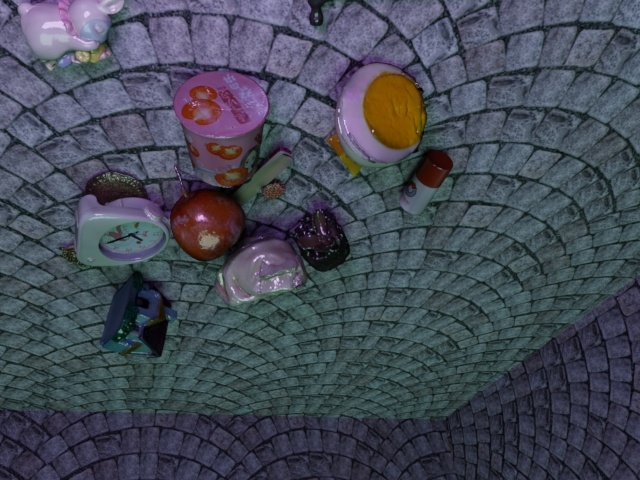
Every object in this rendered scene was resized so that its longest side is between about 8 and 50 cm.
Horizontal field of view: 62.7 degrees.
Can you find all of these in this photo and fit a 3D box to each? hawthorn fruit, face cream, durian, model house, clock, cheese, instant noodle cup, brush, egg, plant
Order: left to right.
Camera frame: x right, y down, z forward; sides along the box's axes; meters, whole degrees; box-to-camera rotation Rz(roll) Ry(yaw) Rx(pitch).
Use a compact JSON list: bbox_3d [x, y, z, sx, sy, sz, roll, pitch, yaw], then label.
[{"bbox_3d":[-0.802,0.054,1.841,0.220,0.095,0.137,-10,142,10],"label":"durian"},{"bbox_3d":[-0.624,-0.031,1.714,0.324,0.109,0.265,-1,141,-31],"label":"clock"},{"bbox_3d":[-0.672,0.313,2.034,0.248,0.281,0.230,27,131,-29],"label":"model house"},{"bbox_3d":[-0.374,-0.050,1.677,0.262,0.235,0.231,14,145,-15],"label":"hawthorn fruit"},{"bbox_3d":[-0.263,-0.289,1.418,0.242,0.243,0.231,-1,148,-9],"label":"instant noodle cup"},{"bbox_3d":[-0.199,-0.200,1.680,0.060,0.050,0.321,20,141,-35],"label":"brush"},{"bbox_3d":[0.000,0.000,1.849,0.178,0.204,0.234,-27,149,8],"label":"plant"},{"bbox_3d":[0.124,-0.302,1.589,0.171,0.126,0.093,-37,130,5],"label":"cheese"},{"bbox_3d":[0.148,-0.338,1.457,0.264,0.286,0.174,18,173,-20],"label":"egg"},{"bbox_3d":[0.349,-0.191,1.749,0.095,0.096,0.214,7,139,-19],"label":"face cream"}]

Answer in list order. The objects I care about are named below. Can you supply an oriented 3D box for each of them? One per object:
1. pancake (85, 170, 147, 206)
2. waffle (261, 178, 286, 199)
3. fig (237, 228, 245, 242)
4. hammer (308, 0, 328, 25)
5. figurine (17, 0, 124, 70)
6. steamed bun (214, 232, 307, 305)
[{"bbox_3d":[-0.649,-0.147,1.675,0.199,0.021,0.199,-6,142,-4],"label":"pancake"},{"bbox_3d":[-0.156,-0.168,1.735,0.083,0.029,0.075,-25,142,15],"label":"waffle"},{"bbox_3d":[-0.314,-0.027,1.857,0.088,0.089,0.125,6,167,-18],"label":"fig"},{"bbox_3d":[0.187,-0.604,1.250,0.439,0.044,0.168,-5,143,-5],"label":"hammer"},{"bbox_3d":[-0.538,-0.482,1.199,0.235,0.127,0.155,-12,123,0],"label":"figurine"},{"bbox_3d":[-0.209,0.088,1.890,0.394,0.238,0.346,-17,177,40],"label":"steamed bun"}]
